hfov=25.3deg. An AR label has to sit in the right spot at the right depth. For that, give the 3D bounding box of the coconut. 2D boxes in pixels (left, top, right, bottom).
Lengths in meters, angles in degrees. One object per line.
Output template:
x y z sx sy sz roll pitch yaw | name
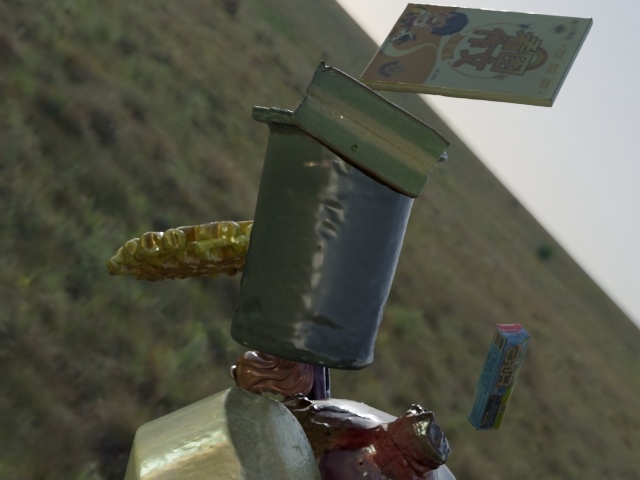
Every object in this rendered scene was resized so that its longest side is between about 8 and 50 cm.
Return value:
-0.118 0.275 1.558 0.202 0.222 0.202 60 13 -24 | coconut

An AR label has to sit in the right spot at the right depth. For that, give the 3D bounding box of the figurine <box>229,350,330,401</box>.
-0.054 0.191 2.113 0.157 0.114 0.126 13 54 -9 | figurine

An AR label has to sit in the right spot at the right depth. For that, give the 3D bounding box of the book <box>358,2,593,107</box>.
0.227 -0.275 2.080 0.295 0.208 0.020 9 -45 24 | book

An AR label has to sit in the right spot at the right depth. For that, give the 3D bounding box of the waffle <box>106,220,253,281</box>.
-0.147 0.013 2.013 0.283 0.309 0.065 129 -42 -80 | waffle

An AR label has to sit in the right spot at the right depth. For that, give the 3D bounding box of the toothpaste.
0.313 0.236 2.441 0.070 0.193 0.044 0 30 -26 | toothpaste

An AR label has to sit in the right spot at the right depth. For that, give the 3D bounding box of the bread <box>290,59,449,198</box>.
0.048 -0.108 1.391 0.084 0.074 0.139 29 -3 41 | bread

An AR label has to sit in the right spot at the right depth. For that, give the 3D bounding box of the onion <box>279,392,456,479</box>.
0.050 0.324 1.755 0.347 0.385 0.348 20 43 -20 | onion

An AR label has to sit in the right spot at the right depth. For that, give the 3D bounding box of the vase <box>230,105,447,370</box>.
0.000 0.000 1.730 0.245 0.291 0.245 14 0 0 | vase
